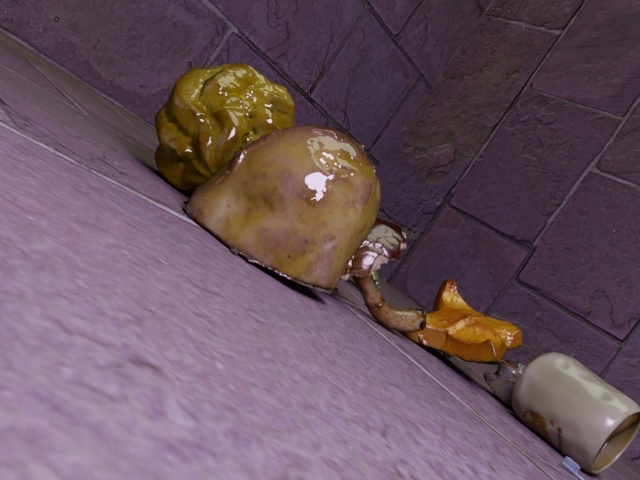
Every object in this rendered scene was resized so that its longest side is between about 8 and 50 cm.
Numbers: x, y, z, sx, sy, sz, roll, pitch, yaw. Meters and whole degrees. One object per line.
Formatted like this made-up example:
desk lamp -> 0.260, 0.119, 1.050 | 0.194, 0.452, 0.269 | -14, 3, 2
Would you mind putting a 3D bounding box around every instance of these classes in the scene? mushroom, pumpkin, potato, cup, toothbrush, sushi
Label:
mushroom -> 0.094, 0.082, 1.113 | 0.301, 0.233, 0.208 | 57, -19, 8
pumpkin -> 0.347, 0.201, 1.322 | 0.258, 0.095, 0.290 | 19, 23, 32
potato -> -0.036, -0.088, 0.936 | 0.301, 0.237, 0.289 | 38, 13, 33
cup -> 0.542, 0.352, 1.148 | 0.255, 0.173, 0.202 | 19, 14, -42
toothbrush -> 0.482, 0.426, 0.894 | 0.193, 0.019, 0.013 | 38, 3, 31
sushi -> 0.493, 0.363, 1.295 | 0.273, 0.134, 0.109 | 41, 25, -43

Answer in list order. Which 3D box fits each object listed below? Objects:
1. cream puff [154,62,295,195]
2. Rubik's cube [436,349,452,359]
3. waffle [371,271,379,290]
cream puff -> -0.168, -0.200, 1.149 | 0.325, 0.291, 0.257 | 17, 21, -42
Rubik's cube -> 0.332, 0.261, 1.399 | 0.084, 0.075, 0.073 | -5, 19, -45
waffle -> 0.116, 0.066, 1.702 | 0.223, 0.054, 0.204 | 55, -13, 12
